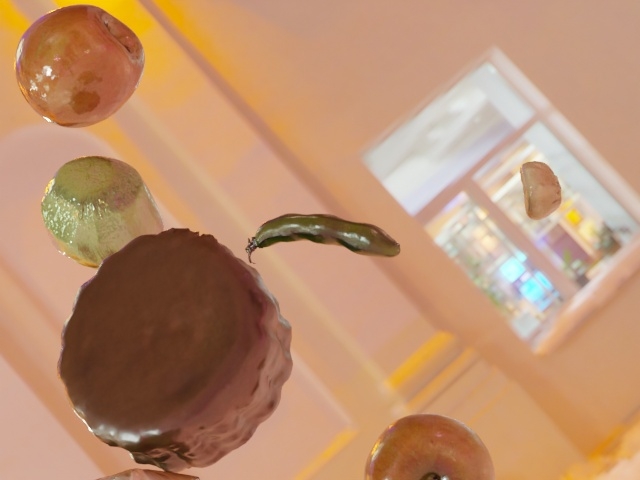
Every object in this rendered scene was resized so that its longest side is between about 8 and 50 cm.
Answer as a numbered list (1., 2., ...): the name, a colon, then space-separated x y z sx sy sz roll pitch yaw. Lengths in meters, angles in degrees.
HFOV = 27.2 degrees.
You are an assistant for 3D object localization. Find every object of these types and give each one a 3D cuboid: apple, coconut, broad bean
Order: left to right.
1. apple: -0.452 -0.339 2.534 0.253 0.253 0.253 -42 -7 -6
2. coconut: -0.402 -0.041 2.445 0.236 0.236 0.204 -47 31 32
3. broad bean: -0.002 -0.005 1.708 0.227 0.069 0.039 -1 26 31
4. apple: 0.152 0.326 1.842 0.182 0.182 0.155 -43 1 0

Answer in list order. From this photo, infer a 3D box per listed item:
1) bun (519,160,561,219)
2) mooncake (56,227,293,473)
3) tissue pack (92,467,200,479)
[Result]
1. bun: 0.312 -0.072 1.864 0.055 0.086 0.086 -10 -3 7
2. mooncake: -0.197 0.159 1.872 0.324 0.324 0.187 -42 -31 -4
3. tissue pack: -0.263 0.364 1.730 0.186 0.090 0.222 -26 -17 10
